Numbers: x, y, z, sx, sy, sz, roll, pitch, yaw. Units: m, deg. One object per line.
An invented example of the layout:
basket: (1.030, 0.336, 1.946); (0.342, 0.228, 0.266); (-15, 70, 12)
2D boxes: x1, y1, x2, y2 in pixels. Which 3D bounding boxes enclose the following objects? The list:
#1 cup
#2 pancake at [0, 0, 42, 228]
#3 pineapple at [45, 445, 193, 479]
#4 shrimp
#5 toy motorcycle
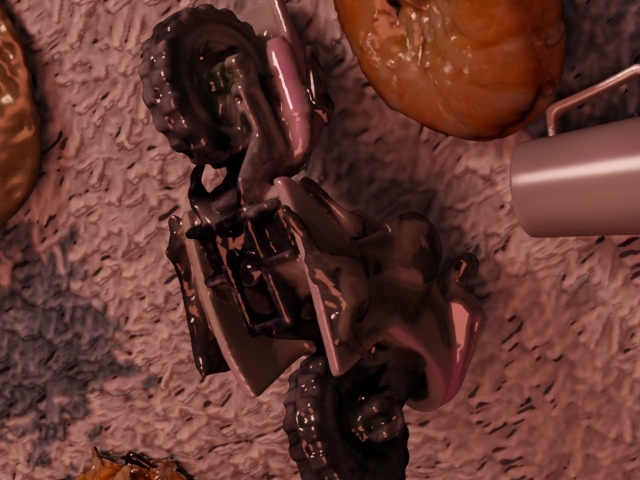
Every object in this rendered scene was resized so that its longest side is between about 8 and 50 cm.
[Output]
cup: (0.178, -0.052, 1.186); (0.116, 0.074, 0.104); (-6, 90, 30)
pancake: (-0.300, -0.102, 1.358); (0.242, 0.050, 0.242); (1, 113, 3)
pineapple: (-0.137, 0.249, 1.483); (0.221, 0.047, 0.221); (11, 121, 19)
shrimp: (0.062, -0.188, 1.166); (0.152, 0.063, 0.287); (2, 119, 34)
toy motorcycle: (0.000, 0.000, 1.238); (0.143, 0.188, 0.327); (-20, 92, 41)
